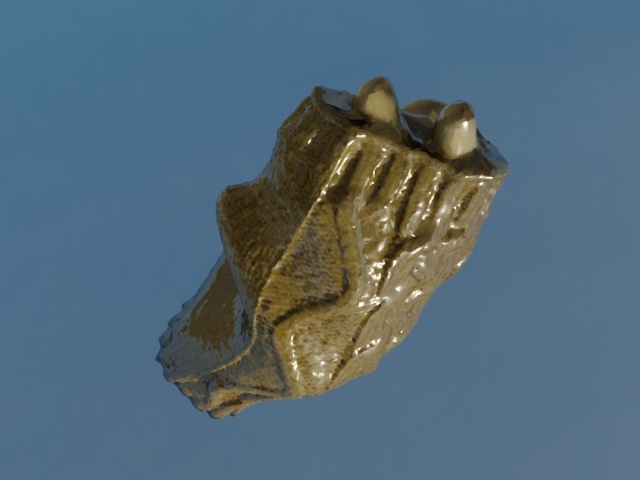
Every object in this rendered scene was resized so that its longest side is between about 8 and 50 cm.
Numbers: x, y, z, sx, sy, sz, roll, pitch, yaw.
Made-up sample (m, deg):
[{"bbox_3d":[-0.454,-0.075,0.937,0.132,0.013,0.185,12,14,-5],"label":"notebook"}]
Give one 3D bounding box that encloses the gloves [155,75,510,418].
[{"bbox_3d":[0.007,0.014,0.739,0.155,0.356,0.203,42,-135,5],"label":"gloves"}]
